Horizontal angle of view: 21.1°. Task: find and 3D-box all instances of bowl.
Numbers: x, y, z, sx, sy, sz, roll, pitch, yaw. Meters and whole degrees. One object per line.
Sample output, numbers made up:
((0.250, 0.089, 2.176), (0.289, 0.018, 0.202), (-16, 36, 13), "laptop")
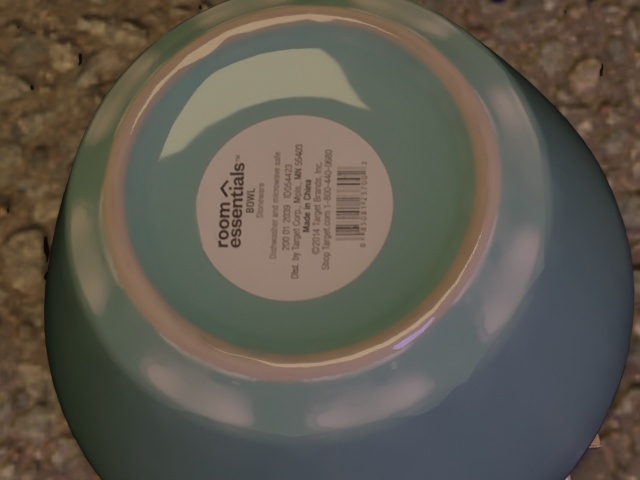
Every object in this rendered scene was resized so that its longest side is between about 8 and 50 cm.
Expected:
((0.000, 0.000, 0.834), (0.311, 0.163, 0.312), (-2, 70, 5), "bowl")

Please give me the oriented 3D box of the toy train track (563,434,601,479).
((0.116, 0.087, 0.884), (0.048, 0.014, 0.083), (-9, 71, 0), "toy train track")
